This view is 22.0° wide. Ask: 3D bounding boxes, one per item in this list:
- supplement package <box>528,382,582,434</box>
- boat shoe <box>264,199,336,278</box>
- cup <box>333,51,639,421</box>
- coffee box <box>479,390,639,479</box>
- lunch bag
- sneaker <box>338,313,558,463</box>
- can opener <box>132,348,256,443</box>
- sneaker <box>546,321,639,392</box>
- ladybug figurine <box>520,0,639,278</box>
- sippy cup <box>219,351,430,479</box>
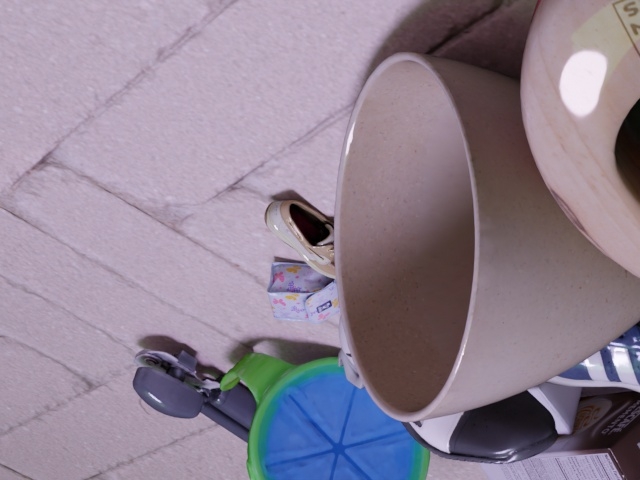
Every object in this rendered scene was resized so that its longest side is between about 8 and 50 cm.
[{"bbox_3d":[0.206,0.158,1.924,0.179,0.105,0.105,-5,141,33],"label":"supplement package"},{"bbox_3d":[0.000,0.000,1.826,0.135,0.050,0.045,33,153,-24],"label":"boat shoe"},{"bbox_3d":[0.178,-0.005,1.510,0.237,0.331,0.331,-1,156,-19],"label":"cup"},{"bbox_3d":[0.322,0.253,1.931,0.246,0.141,0.098,-17,105,57],"label":"coffee box"},{"bbox_3d":[-0.017,0.064,1.941,0.083,0.053,0.071,3,150,7],"label":"lunch bag"},{"bbox_3d":[0.124,0.128,1.800,0.330,0.122,0.146,29,134,45],"label":"sneaker"},{"bbox_3d":[-0.148,0.237,2.255,0.076,0.095,0.283,-15,136,45],"label":"can opener"},{"bbox_3d":[0.336,0.088,1.735,0.350,0.131,0.148,16,144,-8],"label":"sneaker"},{"bbox_3d":[0.320,-0.119,1.301,0.305,0.162,0.449,-25,133,19],"label":"ladybug figurine"},{"bbox_3d":[0.006,0.288,2.152,0.240,0.306,0.224,-7,165,-13],"label":"sippy cup"}]
